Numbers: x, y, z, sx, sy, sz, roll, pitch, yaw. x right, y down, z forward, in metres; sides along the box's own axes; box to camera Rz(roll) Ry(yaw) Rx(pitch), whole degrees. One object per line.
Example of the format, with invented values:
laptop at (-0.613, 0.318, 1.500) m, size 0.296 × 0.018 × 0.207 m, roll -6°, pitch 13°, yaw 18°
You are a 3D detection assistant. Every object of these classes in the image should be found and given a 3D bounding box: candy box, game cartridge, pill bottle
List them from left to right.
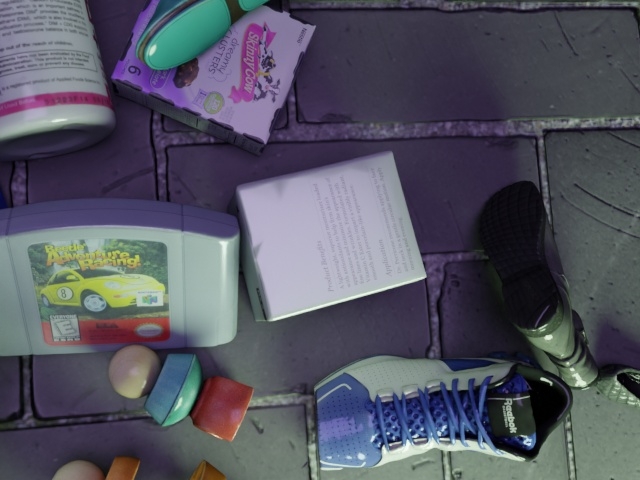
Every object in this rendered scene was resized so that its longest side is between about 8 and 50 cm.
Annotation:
pill bottle at (-0.337, -0.244, 0.898) m, size 0.160 × 0.160 × 0.283 m, roll -14°, pitch 87°, yaw -11°
game cartridge at (-0.237, 0.042, 0.881) m, size 0.294 × 0.060 × 0.196 m, roll -2°, pitch 128°, yaw -9°
candy box at (-0.127, -0.219, 0.975) m, size 0.196 × 0.070 × 0.165 m, roll 23°, pitch 80°, yaw -7°

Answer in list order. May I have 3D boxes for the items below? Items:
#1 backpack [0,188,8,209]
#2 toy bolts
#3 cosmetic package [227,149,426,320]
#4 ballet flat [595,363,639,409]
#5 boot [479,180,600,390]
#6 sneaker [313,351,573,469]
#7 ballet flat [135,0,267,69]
backpack at (-0.427, -0.042, 0.898) m, size 0.120 × 0.098 × 0.101 m, roll -27°, pitch 68°, yaw -3°
toy bolts at (-0.183, 0.221, 0.864) m, size 0.158 × 0.218 × 0.228 m, roll 25°, pitch 67°, yaw -8°
cosmetic package at (0.000, 0.000, 0.934) m, size 0.184 × 0.151 × 0.151 m, roll -13°, pitch 86°, yaw -11°
ballet flat at (0.438, 0.201, 1.040) m, size 0.173 × 0.049 × 0.057 m, roll 14°, pitch 83°, yaw -8°
boot at (0.275, 0.057, 1.006) m, size 0.083 × 0.161 × 0.246 m, roll -22°, pitch 43°, yaw 24°
sneaker at (0.152, 0.188, 0.927) m, size 0.316 × 0.182 × 0.127 m, roll -7°, pitch 84°, yaw -10°
ballet flat at (-0.119, -0.284, 0.917) m, size 0.247 × 0.083 × 0.087 m, roll -37°, pitch 66°, yaw -13°
